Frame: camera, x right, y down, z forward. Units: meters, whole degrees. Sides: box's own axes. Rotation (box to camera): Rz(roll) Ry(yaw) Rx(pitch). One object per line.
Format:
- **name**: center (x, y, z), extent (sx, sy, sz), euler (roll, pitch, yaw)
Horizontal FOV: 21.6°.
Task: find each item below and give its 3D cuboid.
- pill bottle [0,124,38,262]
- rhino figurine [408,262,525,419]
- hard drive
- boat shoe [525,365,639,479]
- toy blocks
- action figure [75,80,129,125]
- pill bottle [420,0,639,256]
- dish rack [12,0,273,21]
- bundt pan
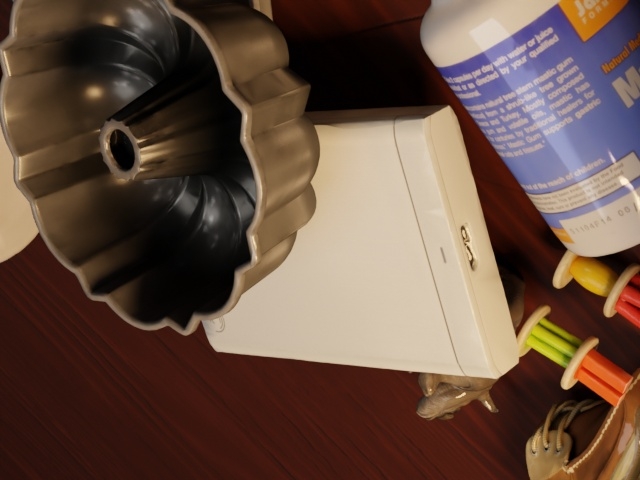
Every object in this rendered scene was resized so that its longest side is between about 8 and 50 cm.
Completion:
- **pill bottle**: center (-0.496, -0.091, 1.979), extent (0.361, 0.204, 0.204), euler (11, 136, 43)
- **rhino figurine**: center (0.136, 0.107, 1.579), extent (0.243, 0.106, 0.073), euler (93, 155, -53)
- **hard drive**: center (0.000, 0.000, 1.484), extent (0.353, 0.047, 0.233), euler (2, 115, 46)
- **boat shoe**: center (0.244, 0.211, 1.553), extent (0.120, 0.122, 0.324), euler (37, 148, 18)
- **toy blocks**: center (0.252, 0.083, 1.402), extent (0.148, 0.123, 0.054), euler (32, -171, 21)
- **action figure**: center (-0.223, -0.145, 1.659), extent (0.137, 0.063, 0.232), euler (22, -173, -9)
- **pill bottle**: center (0.168, -0.135, 1.200), extent (0.272, 0.152, 0.152), euler (53, 148, -14)
- **dish rack**: center (-0.167, -0.266, 1.516), extent (0.333, 0.072, 0.285), euler (26, 145, 27)
- **bundt pan**: center (-0.125, -0.094, 1.425), extent (0.331, 0.124, 0.331), euler (22, 123, 38)
